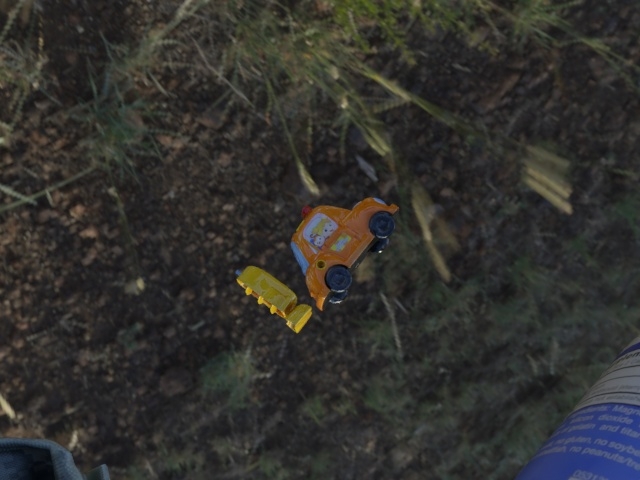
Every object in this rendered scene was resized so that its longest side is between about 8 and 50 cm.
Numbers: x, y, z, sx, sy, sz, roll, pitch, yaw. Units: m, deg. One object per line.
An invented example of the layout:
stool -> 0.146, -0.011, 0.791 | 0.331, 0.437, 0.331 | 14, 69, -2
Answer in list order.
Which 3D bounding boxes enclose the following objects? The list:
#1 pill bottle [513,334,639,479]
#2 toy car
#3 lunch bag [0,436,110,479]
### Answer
pill bottle -> 0.193, 0.135, 0.512 | 0.272, 0.152, 0.152 | -39, 136, -32
toy car -> 0.000, 0.000, 0.414 | 0.060, 0.040, 0.122 | -53, 172, 6
lunch bag -> -0.227, 0.198, 0.449 | 0.287, 0.168, 0.235 | -18, 158, -19
